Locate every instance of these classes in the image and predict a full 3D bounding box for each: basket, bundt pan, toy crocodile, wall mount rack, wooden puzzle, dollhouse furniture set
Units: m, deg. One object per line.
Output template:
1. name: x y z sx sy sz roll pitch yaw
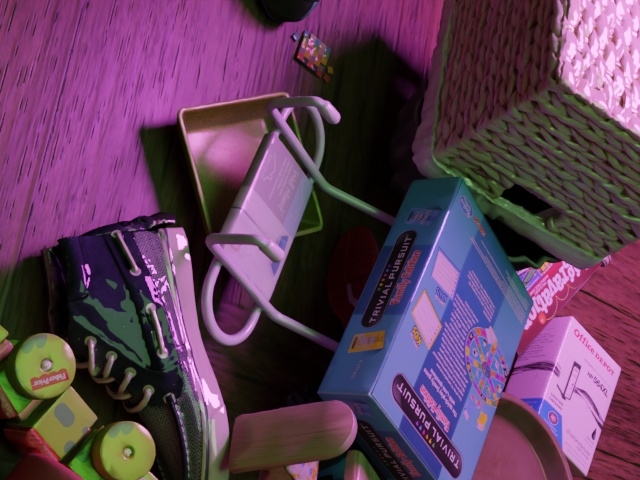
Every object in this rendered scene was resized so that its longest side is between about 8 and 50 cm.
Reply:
1. basket: 0.344 -0.193 1.620 0.328 0.266 0.331 29 54 -23
2. bundt pan: 0.230 -0.091 1.739 0.331 0.124 0.330 18 57 -29
3. toy crocodile: -0.275 0.196 1.250 0.340 0.115 0.105 51 57 -19
4. wall mount rack: 0.000 0.000 1.474 0.304 0.131 0.350 52 50 -45
5. wooden puzzle: -0.010 -0.259 1.666 0.083 0.006 0.049 35 59 -32
6. dollhouse furniture set: 0.076 0.418 1.281 0.394 0.257 0.362 -84 154 -42

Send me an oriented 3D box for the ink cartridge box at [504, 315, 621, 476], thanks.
1. ink cartridge box: 0.366 0.239 1.844 0.148 0.086 0.203 44 55 -26

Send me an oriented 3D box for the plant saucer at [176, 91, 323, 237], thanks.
1. plant saucer: -0.097 -0.083 1.520 0.188 0.045 0.188 -16 91 -43

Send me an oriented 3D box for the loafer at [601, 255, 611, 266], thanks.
1. loafer: 0.431 0.004 1.992 0.125 0.045 0.039 47 70 -16

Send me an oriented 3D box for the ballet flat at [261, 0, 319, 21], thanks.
1. ballet flat: -0.071 -0.427 1.586 0.095 0.096 0.280 -39 107 -40

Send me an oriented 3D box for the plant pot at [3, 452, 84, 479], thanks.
1. plant pot: -0.271 0.377 1.127 0.243 0.275 0.275 -44 111 -27

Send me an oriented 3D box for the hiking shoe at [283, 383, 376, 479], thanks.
1. hiking shoe: 0.047 0.252 1.559 0.304 0.113 0.132 2 109 -48

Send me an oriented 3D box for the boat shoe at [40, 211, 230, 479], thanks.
1. boat shoe: -0.212 0.141 1.327 0.158 0.127 0.340 -6 77 -37

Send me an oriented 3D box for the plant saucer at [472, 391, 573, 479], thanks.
1. plant saucer: 0.246 0.343 1.633 0.278 0.041 0.277 18 61 -36

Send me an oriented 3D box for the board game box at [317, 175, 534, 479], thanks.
1. board game box: 0.143 0.128 1.503 0.253 0.079 0.336 55 48 -36

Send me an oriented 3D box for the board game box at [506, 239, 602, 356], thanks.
1. board game box: 0.338 0.046 1.863 0.281 0.027 0.145 -40 108 -40

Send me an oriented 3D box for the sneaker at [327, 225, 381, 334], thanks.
1. sneaker: 0.083 0.096 1.620 0.128 0.087 0.221 25 54 -47
